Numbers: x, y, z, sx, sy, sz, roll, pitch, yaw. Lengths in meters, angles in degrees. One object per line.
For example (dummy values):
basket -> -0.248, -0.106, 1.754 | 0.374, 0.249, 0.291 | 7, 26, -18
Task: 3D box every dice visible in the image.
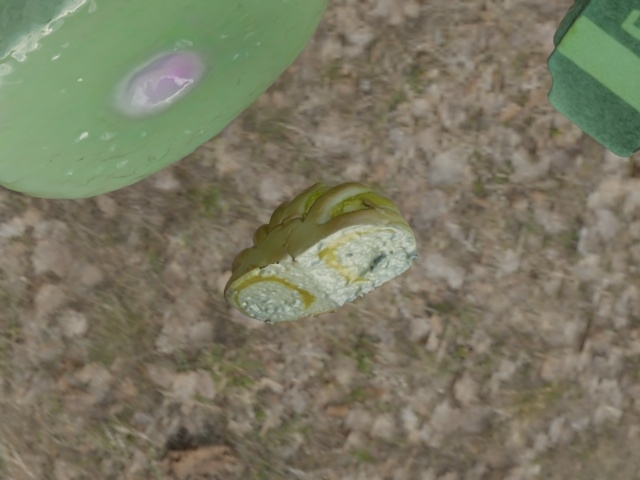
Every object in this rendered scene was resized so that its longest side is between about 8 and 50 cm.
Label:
dice -> -0.208, -0.248, 1.176 | 0.322, 0.330, 0.318 | -35, 159, 10

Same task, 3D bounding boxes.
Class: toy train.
toy train -> 0.336, -0.175, 1.206 | 0.238, 0.299, 0.167 | 39, 52, 4

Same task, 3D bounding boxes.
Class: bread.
bread -> 0.000, 0.000, 1.101 | 0.083, 0.157, 0.094 | 43, 49, -38
